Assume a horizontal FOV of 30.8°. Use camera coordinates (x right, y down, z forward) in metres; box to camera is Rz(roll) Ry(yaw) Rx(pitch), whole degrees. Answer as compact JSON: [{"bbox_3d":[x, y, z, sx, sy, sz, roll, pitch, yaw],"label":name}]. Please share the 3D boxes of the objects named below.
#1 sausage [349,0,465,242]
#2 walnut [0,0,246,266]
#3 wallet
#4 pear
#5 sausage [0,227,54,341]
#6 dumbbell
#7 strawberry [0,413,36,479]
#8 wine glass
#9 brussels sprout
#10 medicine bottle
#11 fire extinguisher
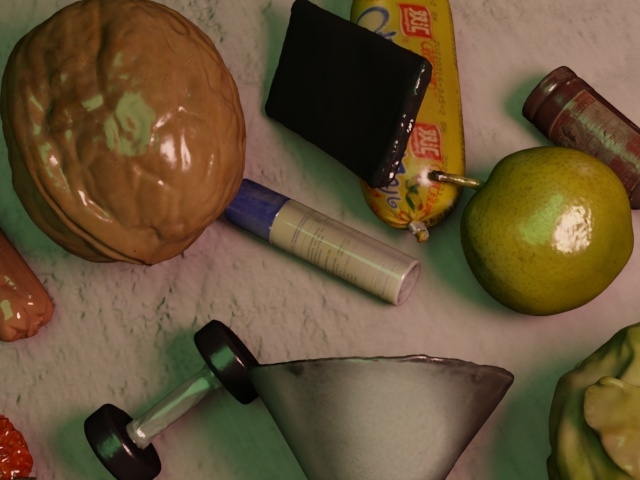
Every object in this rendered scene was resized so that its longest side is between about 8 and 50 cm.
[{"bbox_3d":[0.096,-0.162,1.310,0.123,0.123,0.347,-7,71,12],"label":"sausage"},{"bbox_3d":[-0.221,-0.120,1.305,0.277,0.252,0.313,-16,72,8],"label":"walnut"},{"bbox_3d":[0.023,-0.167,1.283,0.285,0.030,0.146,39,112,52],"label":"wallet"},{"bbox_3d":[0.217,-0.024,1.212,0.216,0.166,0.180,37,102,8],"label":"pear"},{"bbox_3d":[-0.424,0.006,1.406,0.086,0.086,0.289,-43,68,-2],"label":"sausage"},{"bbox_3d":[-0.158,0.180,1.280,0.191,0.100,0.100,-38,69,-1],"label":"dumbbell"},{"bbox_3d":[-0.414,0.249,1.327,0.236,0.106,0.175,23,117,20],"label":"strawberry"},{"bbox_3d":[0.054,0.323,1.118,0.267,0.267,0.406,-1,79,13],"label":"wine glass"},{"bbox_3d":[0.369,0.222,1.060,0.328,0.247,0.328,-10,70,30],"label":"brussels sprout"},{"bbox_3d":[0.000,0.000,1.318,0.231,0.059,0.059,27,81,20],"label":"medicine bottle"},{"bbox_3d":[0.321,-0.083,1.239,0.252,0.106,0.075,47,115,23],"label":"fire extinguisher"}]
